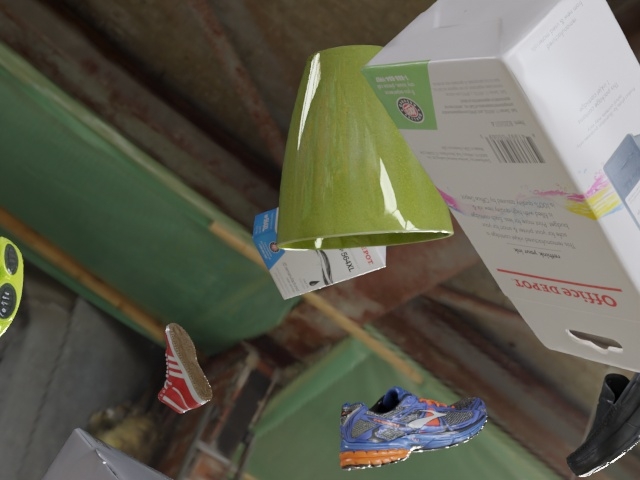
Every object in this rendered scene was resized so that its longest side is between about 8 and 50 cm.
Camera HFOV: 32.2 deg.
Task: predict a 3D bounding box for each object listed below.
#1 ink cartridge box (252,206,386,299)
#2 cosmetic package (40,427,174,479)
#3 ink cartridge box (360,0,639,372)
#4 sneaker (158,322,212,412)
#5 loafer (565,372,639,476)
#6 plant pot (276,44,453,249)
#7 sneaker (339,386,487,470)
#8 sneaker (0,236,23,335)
[{"bbox_3d":[0.000,0.000,1.996,0.203,0.086,0.148,-19,-62,14],"label":"ink cartridge box"},{"bbox_3d":[-0.169,0.256,0.715,0.107,0.238,0.127,39,-7,-28],"label":"cosmetic package"},{"bbox_3d":[0.216,-0.049,0.988,0.353,0.119,0.207,55,-21,-23],"label":"ink cartridge box"},{"bbox_3d":[-0.196,0.175,1.496,0.067,0.042,0.118,-33,-108,30],"label":"sneaker"},{"bbox_3d":[0.356,0.188,1.283,0.078,0.076,0.223,45,-59,15],"label":"loafer"},{"bbox_3d":[0.059,-0.144,1.721,0.274,0.294,0.275,-4,-5,0],"label":"plant pot"},{"bbox_3d":[0.117,0.220,1.370,0.083,0.221,0.087,-21,-101,55],"label":"sneaker"},{"bbox_3d":[-0.404,0.121,1.118,0.109,0.296,0.123,32,-15,-28],"label":"sneaker"}]
